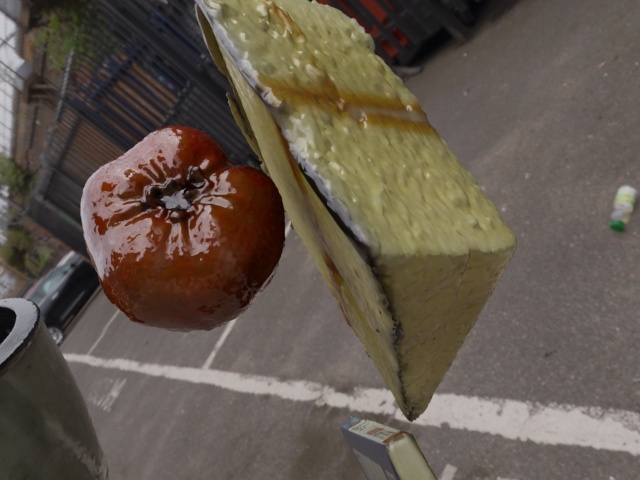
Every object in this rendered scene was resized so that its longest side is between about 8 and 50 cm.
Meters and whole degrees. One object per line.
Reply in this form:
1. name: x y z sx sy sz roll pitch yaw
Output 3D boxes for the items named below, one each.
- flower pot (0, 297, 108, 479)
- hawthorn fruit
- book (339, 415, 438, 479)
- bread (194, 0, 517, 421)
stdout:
1. flower pot: -0.490 0.299 0.861 0.294 0.330 0.293 -15 24 7
2. hawthorn fruit: -0.135 0.011 0.622 0.243 0.208 0.207 94 -158 -58
3. book: 0.128 0.365 0.718 0.039 0.300 0.428 -29 -11 -11
4. bread: 0.000 0.000 0.611 0.242 0.345 0.404 -15 -37 -37
